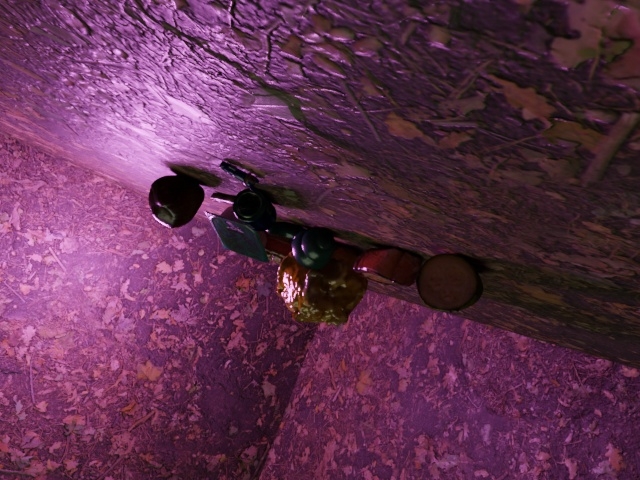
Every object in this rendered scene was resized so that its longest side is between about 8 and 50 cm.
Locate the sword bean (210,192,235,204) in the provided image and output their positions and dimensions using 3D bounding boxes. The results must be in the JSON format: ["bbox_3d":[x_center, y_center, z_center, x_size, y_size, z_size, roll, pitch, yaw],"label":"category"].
[{"bbox_3d":[-0.341,-0.156,1.939,0.043,0.038,0.269,-7,-165,-44],"label":"sword bean"}]

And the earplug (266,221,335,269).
[{"bbox_3d":[-0.056,-0.005,1.934,0.257,0.164,0.280,59,151,-9],"label":"earplug"}]

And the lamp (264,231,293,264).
[{"bbox_3d":[-0.192,0.041,2.464,0.274,0.177,0.177,24,173,-1],"label":"lamp"}]

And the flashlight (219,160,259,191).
[{"bbox_3d":[-0.226,-0.187,1.395,0.121,0.057,0.035,31,134,-20],"label":"flashlight"}]

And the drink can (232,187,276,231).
[{"bbox_3d":[-0.218,-0.099,1.681,0.118,0.118,0.205,20,172,10],"label":"drink can"}]

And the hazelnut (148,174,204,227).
[{"bbox_3d":[-0.560,-0.151,1.944,0.218,0.218,0.234,26,171,-34],"label":"hazelnut"}]

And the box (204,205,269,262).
[{"bbox_3d":[-0.355,-0.042,2.279,0.264,0.106,0.336,18,152,16],"label":"box"}]

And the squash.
[{"bbox_3d":[0.395,0.150,1.493,0.189,0.189,0.260,18,168,24],"label":"squash"}]

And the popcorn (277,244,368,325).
[{"bbox_3d":[0.017,0.185,2.151,0.354,0.344,0.390,-10,-171,-40],"label":"popcorn"}]

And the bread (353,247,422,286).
[{"bbox_3d":[0.254,0.096,1.744,0.190,0.122,0.244,23,173,-25],"label":"bread"}]
